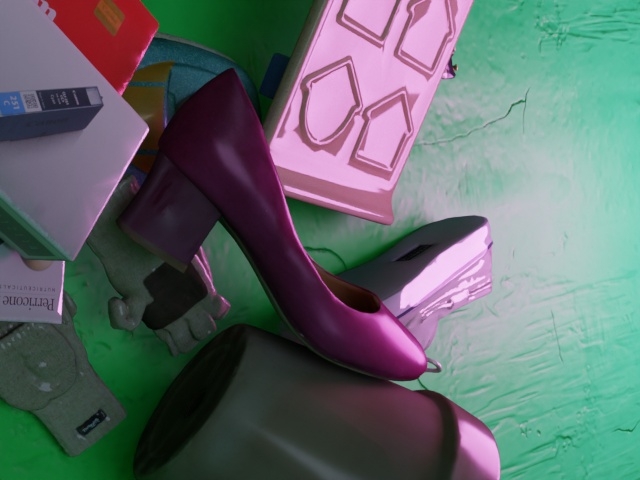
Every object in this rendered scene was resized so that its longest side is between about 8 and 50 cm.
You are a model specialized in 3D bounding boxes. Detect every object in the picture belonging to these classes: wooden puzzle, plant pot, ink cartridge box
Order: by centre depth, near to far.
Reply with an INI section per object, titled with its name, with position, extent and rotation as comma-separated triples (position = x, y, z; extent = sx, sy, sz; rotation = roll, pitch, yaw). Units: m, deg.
[ink cartridge box]
position = -0.238, -0.173, 0.927
extent = 0.296, 0.066, 0.261
rotation = 49, 54, -40
[plant pot]
position = -0.028, 0.242, 1.264
extent = 0.280, 0.323, 0.323
rotation = 38, 64, -16
[wooden puzzle]
position = 0.046, -0.206, 1.356
extent = 0.322, 0.080, 0.348
rotation = 13, 96, -63

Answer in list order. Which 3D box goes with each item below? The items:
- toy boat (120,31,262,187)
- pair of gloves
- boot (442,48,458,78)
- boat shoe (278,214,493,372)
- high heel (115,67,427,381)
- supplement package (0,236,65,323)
[toy boat]
position = -0.164, -0.179, 1.220
extent = 0.267, 0.148, 0.318
rotation = -6, 94, -41
[pair of gloves]
position = -0.217, 0.072, 1.202
extent = 0.240, 0.042, 0.204
rotation = -44, 124, -7
[boot]
position = 0.156, -0.294, 1.552
extent = 0.236, 0.085, 0.179
rotation = -13, 100, -35
[boat shoe]
position = 0.095, 0.099, 1.472
extent = 0.367, 0.135, 0.156
rotation = -30, 112, -48
[high heel]
position = 0.000, 0.000, 1.194
extent = 0.377, 0.127, 0.181
rotation = 31, 98, -31
[supplement package]
position = -0.340, -0.068, 1.009
extent = 0.199, 0.198, 0.263
rotation = 8, 84, -52
